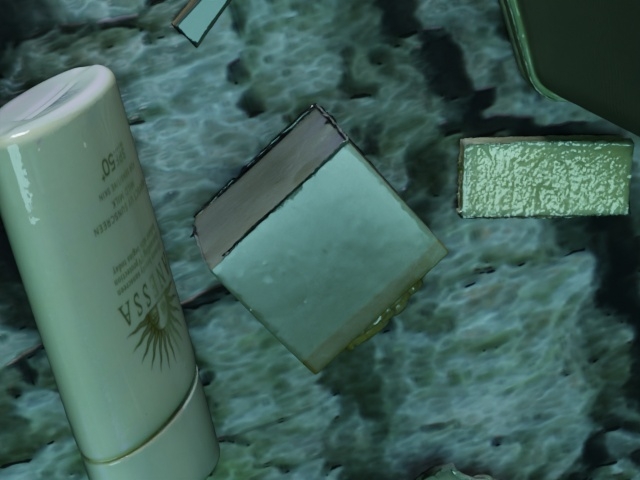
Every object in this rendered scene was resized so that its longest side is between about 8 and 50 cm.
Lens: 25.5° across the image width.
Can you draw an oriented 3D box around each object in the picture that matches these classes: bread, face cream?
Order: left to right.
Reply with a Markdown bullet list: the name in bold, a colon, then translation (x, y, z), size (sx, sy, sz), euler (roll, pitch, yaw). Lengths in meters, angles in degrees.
- **face cream**: translation (-0.161, 0.054, 1.080), size (0.081, 0.173, 0.349), euler (-6, 112, 18)
- **bread**: translation (0.187, -0.053, 1.179), size (0.153, 0.028, 0.068), euler (-2, 109, -9)

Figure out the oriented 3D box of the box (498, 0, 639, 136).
- **box**: translation (0.230, -0.245, 0.953), size (0.177, 0.344, 0.352), euler (-21, 111, -5)

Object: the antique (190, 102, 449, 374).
- **antique**: translation (0.000, 0.000, 1.098), size (0.146, 0.152, 0.148), euler (-43, 108, 4)

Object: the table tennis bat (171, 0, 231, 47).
- **table tennis bat**: translation (-0.039, -0.243, 1.078), size (0.130, 0.019, 0.220), euler (36, 98, -18)

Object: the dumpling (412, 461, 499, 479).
- **dumpling**: translation (0.148, 0.312, 1.228), size (0.247, 0.172, 0.142), euler (44, 127, -14)
